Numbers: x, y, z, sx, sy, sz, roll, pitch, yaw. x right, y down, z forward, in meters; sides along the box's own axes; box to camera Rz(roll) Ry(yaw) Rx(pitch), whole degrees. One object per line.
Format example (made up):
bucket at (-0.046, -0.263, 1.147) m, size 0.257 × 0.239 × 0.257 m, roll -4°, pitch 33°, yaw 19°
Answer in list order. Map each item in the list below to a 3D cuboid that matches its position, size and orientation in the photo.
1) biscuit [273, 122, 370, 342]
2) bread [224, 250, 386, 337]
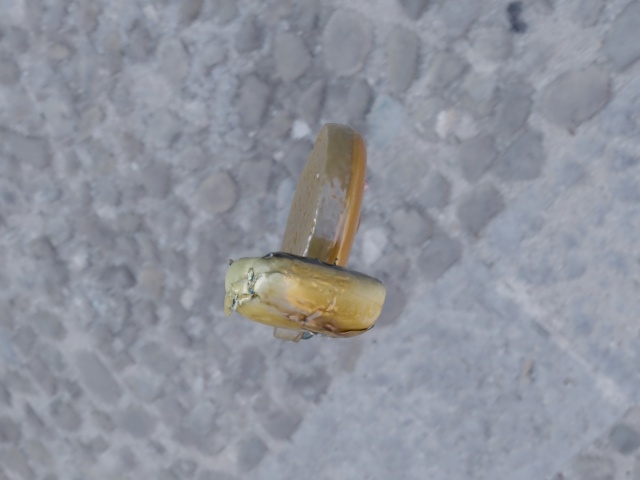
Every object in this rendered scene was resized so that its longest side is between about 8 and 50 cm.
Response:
biscuit at (0.004, 0.001, 1.109) m, size 0.050 × 0.170 × 0.170 m, roll 14°, pitch 126°, yaw -7°
bread at (-0.012, 0.039, 0.979) m, size 0.072 × 0.106 × 0.053 m, roll -16°, pitch 68°, yaw 50°
